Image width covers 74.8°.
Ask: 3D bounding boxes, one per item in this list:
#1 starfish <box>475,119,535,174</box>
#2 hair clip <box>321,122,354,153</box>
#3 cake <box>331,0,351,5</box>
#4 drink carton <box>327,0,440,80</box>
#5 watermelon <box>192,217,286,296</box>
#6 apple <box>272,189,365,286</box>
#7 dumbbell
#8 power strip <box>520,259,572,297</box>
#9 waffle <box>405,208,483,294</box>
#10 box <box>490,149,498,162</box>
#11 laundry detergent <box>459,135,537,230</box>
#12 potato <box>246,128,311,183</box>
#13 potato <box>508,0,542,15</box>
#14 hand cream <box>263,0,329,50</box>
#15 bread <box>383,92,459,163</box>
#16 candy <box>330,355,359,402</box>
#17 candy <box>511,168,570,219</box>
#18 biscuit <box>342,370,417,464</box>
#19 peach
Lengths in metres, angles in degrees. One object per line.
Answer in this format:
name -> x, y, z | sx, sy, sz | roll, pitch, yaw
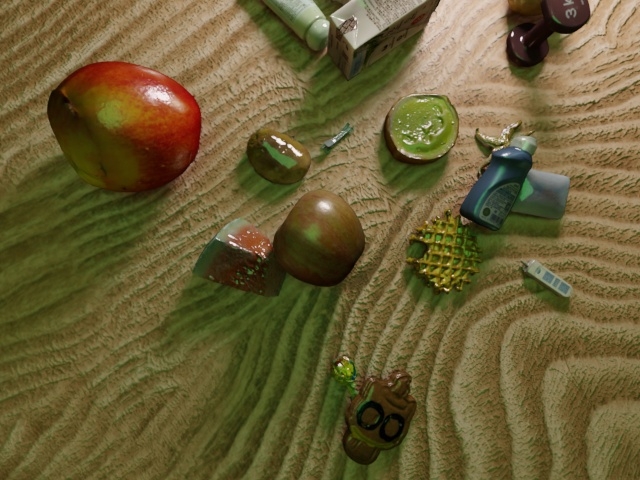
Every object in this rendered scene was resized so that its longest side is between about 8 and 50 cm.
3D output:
starfish -> 0.577, -0.285, 1.306 | 0.223, 0.050, 0.217 | -44, 98, 1
hair clip -> 0.054, -0.317, 1.282 | 0.115, 0.039, 0.030 | -43, 95, -7
cake -> 0.049, -0.789, 1.273 | 0.220, 0.117, 0.086 | 22, 92, -2
drink carton -> 0.182, -0.648, 1.230 | 0.324, 0.194, 0.132 | -37, 87, -4
watermelon -> -0.209, 0.068, 1.217 | 0.256, 0.140, 0.193 | 34, 93, -8
apple -> 0.000, 0.000, 1.152 | 0.234, 0.257, 0.257 | 40, 85, -2
dumbbell -> 0.663, -0.627, 1.236 | 0.124, 0.225, 0.140 | -9, 84, -6
power strip -> 0.695, 0.115, 1.288 | 0.191, 0.030, 0.048 | 34, 85, -1
waffle -> 0.380, 0.040, 1.269 | 0.228, 0.051, 0.232 | -39, 90, -7
box -> 0.577, -0.251, 1.273 | 0.115, 0.025, 0.048 | 3, 98, -8
laundry detergent -> 0.531, -0.178, 1.229 | 0.143, 0.094, 0.290 | 23, 99, -24
potato -> -0.124, -0.259, 1.250 | 0.200, 0.081, 0.164 | 28, 84, -3
potato -> 0.658, -0.772, 1.285 | 0.158, 0.178, 0.203 | -36, 77, 16
hand cream -> -0.082, -0.716, 1.275 | 0.147, 0.093, 0.306 | -39, 87, -6
bread -> 0.308, -0.344, 1.279 | 0.236, 0.070, 0.236 | 0, 86, -1
candy -> 0.102, 0.461, 1.226 | 0.077, 0.073, 0.262 | -24, 95, -26
candy -> 0.669, -0.144, 1.282 | 0.174, 0.071, 0.138 | 11, 91, -3
biscuit -> 0.178, 0.509, 1.205 | 0.208, 0.041, 0.290 | 34, 84, -19
peach -> -0.503, -0.303, 1.116 | 0.370, 0.370, 0.370 | 0, 86, -3
